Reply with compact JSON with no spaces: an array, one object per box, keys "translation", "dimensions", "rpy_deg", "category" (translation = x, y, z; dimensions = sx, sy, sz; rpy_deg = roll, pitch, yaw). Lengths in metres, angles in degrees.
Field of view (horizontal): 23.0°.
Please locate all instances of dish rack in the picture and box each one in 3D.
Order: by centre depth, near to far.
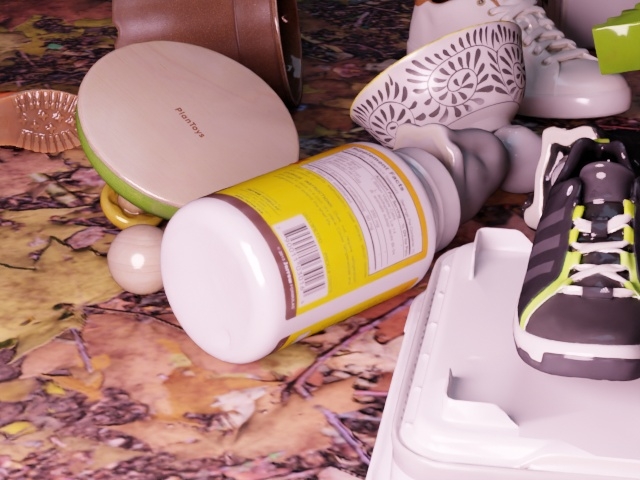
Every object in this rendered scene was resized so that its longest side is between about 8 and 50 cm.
[{"translation":[0.186,0.078,1.003],"dimensions":[0.285,0.072,0.333],"rpy_deg":[5,26,9],"category":"dish rack"}]

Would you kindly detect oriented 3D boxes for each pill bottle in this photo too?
[{"translation":[0.000,0.000,1.115],"dimensions":[0.117,0.117,0.215],"rpy_deg":[22,32,40],"category":"pill bottle"}]

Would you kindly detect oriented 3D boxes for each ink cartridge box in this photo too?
[{"translation":[0.332,-0.290,1.799],"dimensions":[0.153,0.087,0.208],"rpy_deg":[-1,25,-2],"category":"ink cartridge box"}]

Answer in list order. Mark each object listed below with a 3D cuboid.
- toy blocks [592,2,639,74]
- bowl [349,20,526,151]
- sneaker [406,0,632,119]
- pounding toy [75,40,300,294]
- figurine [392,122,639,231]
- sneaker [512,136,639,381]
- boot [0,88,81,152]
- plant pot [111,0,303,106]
[{"translation":[0.471,-0.245,1.509],"dimensions":[0.381,0.191,0.261],"rpy_deg":[-7,29,21],"category":"toy blocks"},{"translation":[0.118,-0.113,1.379],"dimensions":[0.170,0.170,0.080],"rpy_deg":[-17,72,-32],"category":"bowl"},{"translation":[0.190,-0.204,1.568],"dimensions":[0.106,0.123,0.290],"rpy_deg":[-17,31,-37],"category":"sneaker"},{"translation":[-0.112,-0.040,1.259],"dimensions":[0.182,0.110,0.237],"rpy_deg":[1,51,-24],"category":"pounding toy"},{"translation":[0.184,-0.054,1.256],"dimensions":[0.214,0.092,0.209],"rpy_deg":[4,9,36],"category":"figurine"},{"translation":[0.162,0.001,0.967],"dimensions":[0.084,0.097,0.235],"rpy_deg":[2,25,7],"category":"sneaker"},{"translation":[-0.280,-0.119,1.459],"dimensions":[0.157,0.059,0.085],"rpy_deg":[-1,19,0],"category":"boot"},{"translation":[-0.110,-0.205,1.541],"dimensions":[0.165,0.167,0.167],"rpy_deg":[-6,23,7],"category":"plant pot"}]
